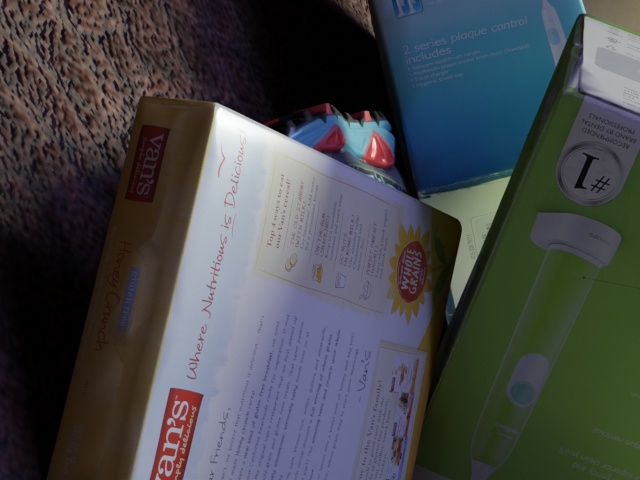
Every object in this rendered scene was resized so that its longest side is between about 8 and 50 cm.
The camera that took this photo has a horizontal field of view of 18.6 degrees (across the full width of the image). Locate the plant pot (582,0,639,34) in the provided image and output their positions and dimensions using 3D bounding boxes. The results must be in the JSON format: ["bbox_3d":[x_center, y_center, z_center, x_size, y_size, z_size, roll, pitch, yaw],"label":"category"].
[{"bbox_3d":[0.269,-0.236,1.642,0.323,0.280,0.323,45,28,-33],"label":"plant pot"}]

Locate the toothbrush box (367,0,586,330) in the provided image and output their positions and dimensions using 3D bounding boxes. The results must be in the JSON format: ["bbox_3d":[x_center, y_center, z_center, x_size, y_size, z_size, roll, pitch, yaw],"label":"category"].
[{"bbox_3d":[0.105,-0.099,1.238,0.216,0.126,0.295,73,6,-56],"label":"toothbrush box"}]

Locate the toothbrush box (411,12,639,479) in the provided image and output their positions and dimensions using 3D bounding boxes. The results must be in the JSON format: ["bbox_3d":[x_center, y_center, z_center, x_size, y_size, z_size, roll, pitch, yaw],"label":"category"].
[{"bbox_3d":[0.173,0.058,1.012,0.206,0.283,0.122,20,26,2],"label":"toothbrush box"}]

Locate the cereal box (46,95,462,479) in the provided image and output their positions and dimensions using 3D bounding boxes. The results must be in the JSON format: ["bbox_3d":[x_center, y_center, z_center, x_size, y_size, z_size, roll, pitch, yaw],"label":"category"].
[{"bbox_3d":[-0.020,0.046,0.895,0.240,0.047,0.173,23,78,-57],"label":"cereal box"}]

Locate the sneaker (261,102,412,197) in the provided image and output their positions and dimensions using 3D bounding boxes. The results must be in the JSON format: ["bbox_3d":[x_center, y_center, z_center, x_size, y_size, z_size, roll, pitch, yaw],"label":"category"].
[{"bbox_3d":[0.000,0.000,1.023,0.125,0.104,0.262,66,23,4],"label":"sneaker"}]
